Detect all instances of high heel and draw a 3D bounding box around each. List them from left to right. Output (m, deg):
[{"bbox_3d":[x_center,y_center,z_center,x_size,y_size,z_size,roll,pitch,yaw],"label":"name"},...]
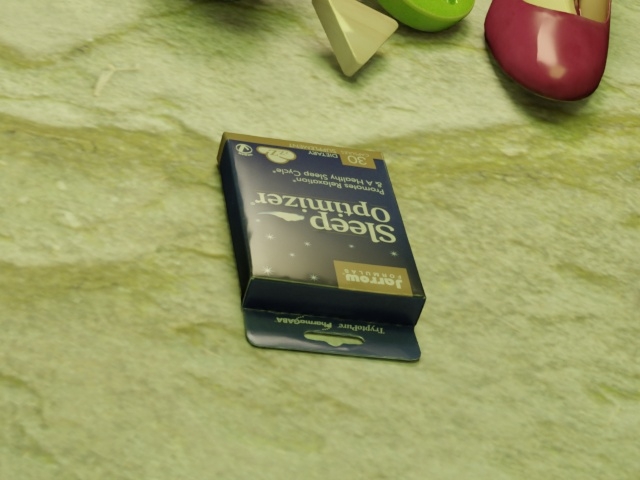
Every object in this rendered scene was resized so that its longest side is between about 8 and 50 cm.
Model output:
[{"bbox_3d":[0.246,-0.287,1.585,0.127,0.181,0.377,14,35,-6],"label":"high heel"}]

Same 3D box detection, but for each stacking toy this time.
[{"bbox_3d":[-0.012,-0.277,1.568,0.279,0.130,0.309,53,44,2],"label":"stacking toy"}]

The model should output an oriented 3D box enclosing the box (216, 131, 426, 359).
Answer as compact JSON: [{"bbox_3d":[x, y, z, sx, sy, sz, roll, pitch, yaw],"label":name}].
[{"bbox_3d":[0.000,0.000,1.217,0.136,0.036,0.225,7,38,-16],"label":"box"}]
